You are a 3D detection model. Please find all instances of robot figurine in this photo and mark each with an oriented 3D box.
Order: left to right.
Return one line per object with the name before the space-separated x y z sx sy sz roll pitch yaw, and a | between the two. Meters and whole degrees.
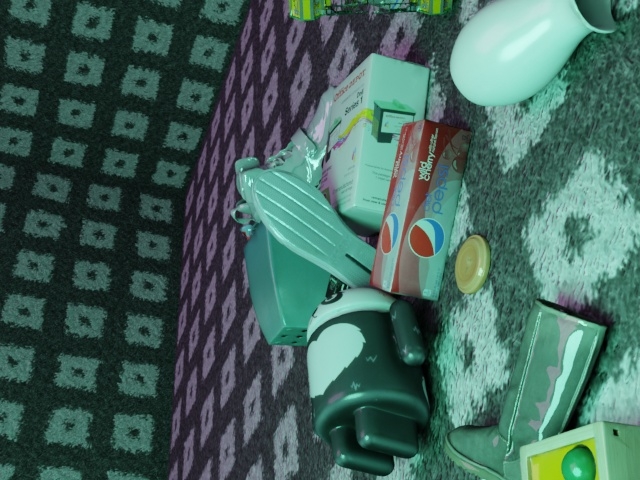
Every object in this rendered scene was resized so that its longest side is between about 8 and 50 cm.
robot figurine | 0.064 0.200 1.175 0.174 0.209 0.278 64 -165 -46

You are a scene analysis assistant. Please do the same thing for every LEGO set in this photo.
LEGO set | 0.078 -0.509 1.344 0.255 0.331 0.192 -79 -11 -51

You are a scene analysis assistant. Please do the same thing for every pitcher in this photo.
pitcher | 0.263 -0.268 0.977 0.207 0.125 0.178 -33 27 52

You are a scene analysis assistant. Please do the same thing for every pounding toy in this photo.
pounding toy | 0.237 0.288 0.721 0.181 0.094 0.206 131 146 -58

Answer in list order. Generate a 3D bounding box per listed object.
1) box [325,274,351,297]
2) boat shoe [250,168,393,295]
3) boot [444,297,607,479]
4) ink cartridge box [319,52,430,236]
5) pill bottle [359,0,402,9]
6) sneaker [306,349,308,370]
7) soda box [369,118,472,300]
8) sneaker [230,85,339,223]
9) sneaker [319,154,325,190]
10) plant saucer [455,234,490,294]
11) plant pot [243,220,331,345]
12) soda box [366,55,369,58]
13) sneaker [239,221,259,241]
box | 0.052 0.077 1.477 0.052 0.062 0.083 -140 63 -71
boat shoe | 0.000 0.000 1.341 0.109 0.302 0.094 -49 4 -13
boot | 0.221 0.166 0.881 0.189 0.076 0.209 15 101 58
ink cartridge box | 0.090 -0.164 1.418 0.201 0.117 0.278 155 125 -69
pill bottle | 0.096 -0.513 1.580 0.078 0.137 0.078 -168 90 -72
sneaker | 0.016 0.246 1.375 0.084 0.069 0.186 -173 64 -75
soda box | 0.151 -0.047 1.214 0.092 0.083 0.264 -168 89 -73
sneaker | -0.068 -0.180 1.764 0.137 0.210 0.366 -124 48 -65
sneaker | 0.032 -0.110 1.650 0.121 0.079 0.217 -170 100 -76
plant saucer | 0.209 0.033 1.101 0.083 0.013 0.084 -169 90 -73
plant pot | -0.052 0.093 1.651 0.165 0.165 0.234 128 140 -55
soda box | 0.086 -0.287 1.604 0.181 0.058 0.061 128 148 -55
sneaker | -0.154 0.002 2.057 0.104 0.125 0.262 141 138 -64
